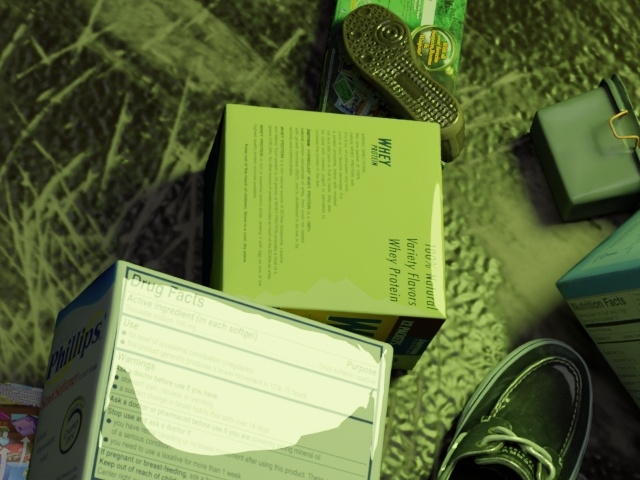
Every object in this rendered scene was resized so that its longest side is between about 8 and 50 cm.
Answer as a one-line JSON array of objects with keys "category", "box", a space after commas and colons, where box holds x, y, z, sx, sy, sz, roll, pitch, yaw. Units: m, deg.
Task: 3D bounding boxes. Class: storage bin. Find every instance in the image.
[{"category": "storage bin", "box": [0.268, -0.086, 1.873, 0.091, 0.098, 0.135, -16, 71, -8]}]

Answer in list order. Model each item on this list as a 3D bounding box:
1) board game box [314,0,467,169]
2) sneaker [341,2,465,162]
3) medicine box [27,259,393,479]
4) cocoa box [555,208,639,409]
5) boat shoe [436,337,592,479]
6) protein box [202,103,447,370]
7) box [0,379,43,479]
[{"category": "board game box", "box": [0.074, -0.197, 1.910, 0.136, 0.030, 0.259, 12, 64, -5]}, {"category": "sneaker", "box": [0.077, -0.148, 1.844, 0.066, 0.071, 0.188, -26, 56, -8]}, {"category": "medicine box", "box": [-0.098, 0.199, 1.593, 0.263, 0.149, 0.289, 19, 62, -23]}, {"category": "cocoa box", "box": [0.441, 0.019, 1.753, 0.347, 0.231, 0.228, -39, 99, -24]}, {"category": "boat shoe", "box": [0.163, 0.221, 1.693, 0.121, 0.119, 0.335, 29, 64, 1]}, {"category": "protein box", "box": [0.000, 0.000, 1.745, 0.201, 0.136, 0.200, 4, 65, -10]}, {"category": "box", "box": [-0.349, 0.207, 1.618, 0.293, 0.057, 0.201, 13, 63, -7]}]
